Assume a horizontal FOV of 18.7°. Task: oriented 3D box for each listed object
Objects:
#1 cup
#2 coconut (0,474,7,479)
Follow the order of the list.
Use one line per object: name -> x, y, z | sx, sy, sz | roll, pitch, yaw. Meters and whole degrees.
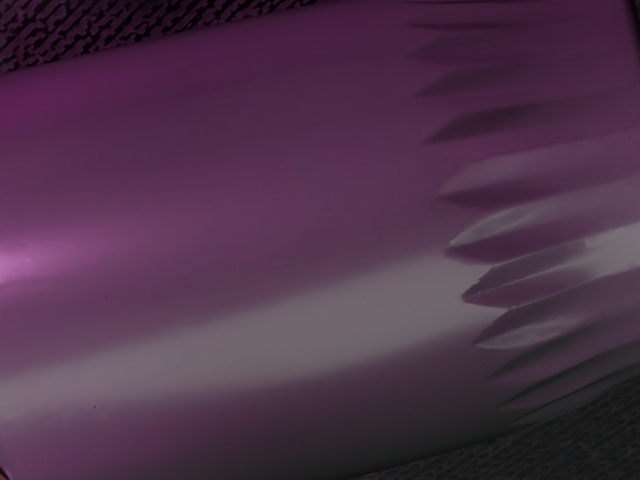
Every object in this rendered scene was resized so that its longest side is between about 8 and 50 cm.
cup -> 0.000, 0.000, 1.011 | 0.372, 0.253, 0.253 | -14, 132, 9
coconut -> -0.210, 0.197, 1.234 | 0.237, 0.197, 0.236 | 5, 126, 7
